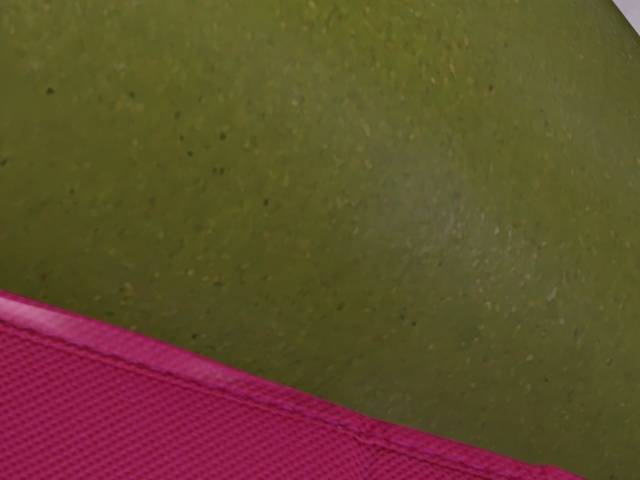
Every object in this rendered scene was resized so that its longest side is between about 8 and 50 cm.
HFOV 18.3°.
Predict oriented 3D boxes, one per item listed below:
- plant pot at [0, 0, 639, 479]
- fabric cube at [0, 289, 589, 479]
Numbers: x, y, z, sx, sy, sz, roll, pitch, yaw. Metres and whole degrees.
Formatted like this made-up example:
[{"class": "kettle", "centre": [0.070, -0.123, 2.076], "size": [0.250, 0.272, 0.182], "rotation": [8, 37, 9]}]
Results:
[{"class": "plant pot", "centre": [0.000, 0.000, 0.575], "size": [0.293, 0.275, 0.275], "rotation": [30, 45, -22]}, {"class": "fabric cube", "centre": [-0.042, 0.199, 0.379], "size": [0.259, 0.254, 0.258], "rotation": [18, 47, -12]}]
